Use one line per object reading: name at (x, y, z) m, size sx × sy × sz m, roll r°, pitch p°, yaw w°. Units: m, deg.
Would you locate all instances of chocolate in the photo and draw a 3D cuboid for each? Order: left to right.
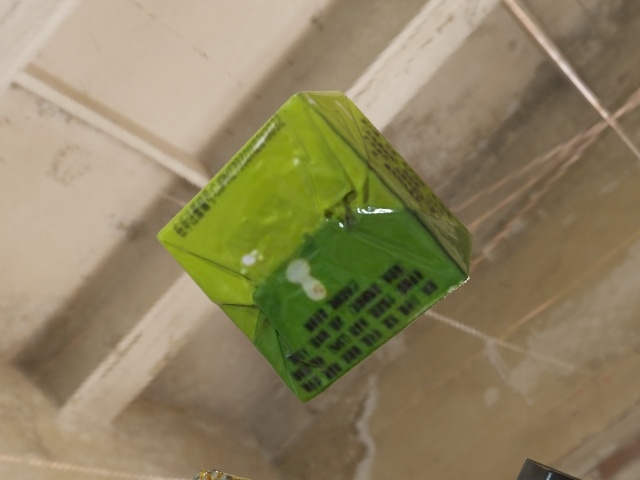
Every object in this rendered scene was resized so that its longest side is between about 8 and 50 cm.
chocolate at (0.000, 0.000, 1.397) m, size 0.301 × 0.289 × 0.137 m, roll -41°, pitch 2°, yaw 31°

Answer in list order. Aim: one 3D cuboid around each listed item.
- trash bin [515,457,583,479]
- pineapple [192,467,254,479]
trash bin at (0.329, 0.448, 1.640) m, size 0.165 × 0.115 × 0.225 m, roll 24°, pitch -95°, yaw -16°
pineapple at (-0.131, 0.420, 1.845) m, size 0.135 × 0.233 × 0.079 m, roll 31°, pitch -111°, yaw -51°
